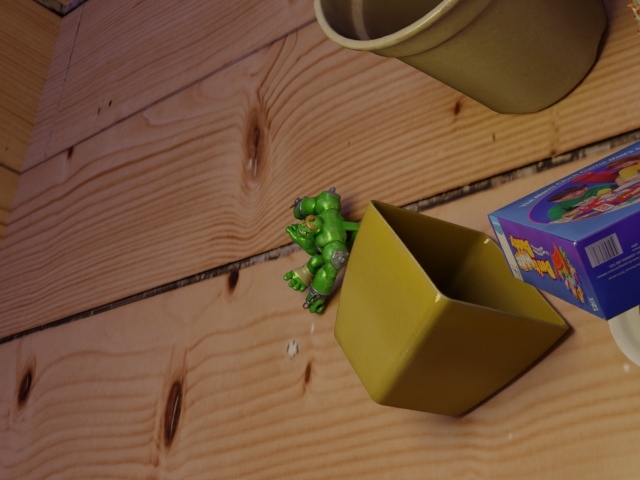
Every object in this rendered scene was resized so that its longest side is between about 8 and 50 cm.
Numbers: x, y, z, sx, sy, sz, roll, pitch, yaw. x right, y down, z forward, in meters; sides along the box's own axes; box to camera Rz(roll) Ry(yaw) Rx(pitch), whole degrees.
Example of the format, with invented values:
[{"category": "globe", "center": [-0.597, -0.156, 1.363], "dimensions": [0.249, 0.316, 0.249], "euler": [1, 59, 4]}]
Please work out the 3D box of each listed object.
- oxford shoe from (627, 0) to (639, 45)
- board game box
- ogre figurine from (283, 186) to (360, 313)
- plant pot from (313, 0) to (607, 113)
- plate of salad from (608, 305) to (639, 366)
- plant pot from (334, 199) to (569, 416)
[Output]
[{"category": "oxford shoe", "center": [0.396, -0.291, 1.168], "dimensions": [0.397, 0.140, 0.146], "euler": [43, 109, 18]}, {"category": "board game box", "center": [0.364, -0.053, 0.988], "dimensions": [0.347, 0.078, 0.233], "euler": [-25, 11, -5]}, {"category": "ogre figurine", "center": [0.000, 0.000, 1.585], "dimensions": [0.118, 0.097, 0.197], "euler": [-48, 21, 44]}, {"category": "plant pot", "center": [0.214, -0.334, 1.375], "dimensions": [0.334, 0.305, 0.333], "euler": [-26, 50, 36]}, {"category": "plate of salad", "center": [0.404, 0.054, 1.134], "dimensions": [0.200, 0.048, 0.199], "euler": [-26, 50, 35]}, {"category": "plant pot", "center": [0.139, 0.102, 1.288], "dimensions": [0.187, 0.212, 0.212], "euler": [-61, 36, 21]}]
